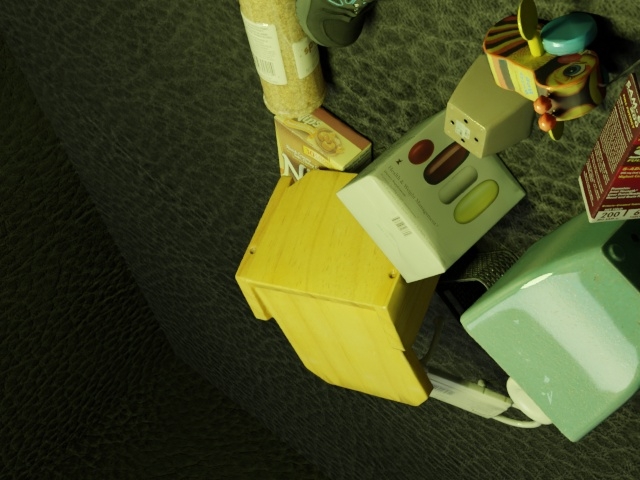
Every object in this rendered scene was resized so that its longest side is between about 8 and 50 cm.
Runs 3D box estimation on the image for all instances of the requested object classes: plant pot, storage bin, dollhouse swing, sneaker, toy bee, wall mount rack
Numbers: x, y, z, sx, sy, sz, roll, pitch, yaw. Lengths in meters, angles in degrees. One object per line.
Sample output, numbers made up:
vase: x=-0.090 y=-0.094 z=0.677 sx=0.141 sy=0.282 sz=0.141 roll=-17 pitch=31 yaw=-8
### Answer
plant pot: x=0.406 y=0.086 z=1.572 sx=0.247 sy=0.248 sz=0.252 roll=47 pitch=141 yaw=6
storage bin: x=0.302 y=0.094 z=1.986 sx=0.122 sy=0.084 sz=0.180 roll=53 pitch=159 yaw=-11
dollhouse swing: x=0.083 y=0.087 z=2.033 sx=0.347 sy=0.315 sz=0.305 roll=8 pitch=156 yaw=40
sneaker: x=0.049 y=-0.382 z=1.614 sx=0.140 sy=0.125 sz=0.341 roll=37 pitch=159 yaw=16
plant pot: x=0.241 y=-0.186 z=1.607 sx=0.109 sy=0.096 sz=0.109 roll=39 pitch=157 yaw=22
toy bee: x=0.294 y=-0.213 z=1.371 sx=0.195 sy=0.162 sz=0.298 roll=57 pitch=158 yaw=-14
wall mount rack: x=0.272 y=0.267 z=2.190 sx=0.350 sy=0.130 sz=0.304 roll=23 pitch=155 yaw=-6

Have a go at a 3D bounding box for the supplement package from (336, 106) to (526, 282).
supplement package: x=0.178 y=-0.076 z=1.773 sx=0.194 sy=0.203 sz=0.149 roll=51 pitch=158 yaw=-7

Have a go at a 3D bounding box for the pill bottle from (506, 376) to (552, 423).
pill bottle: x=0.406 y=0.213 z=1.842 sx=0.103 sy=0.184 sz=0.103 roll=40 pitch=157 yaw=21

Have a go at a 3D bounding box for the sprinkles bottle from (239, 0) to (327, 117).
sprinkles bottle: x=-0.071 y=-0.371 z=1.871 sx=0.121 sy=0.121 sz=0.355 roll=35 pitch=155 yaw=32

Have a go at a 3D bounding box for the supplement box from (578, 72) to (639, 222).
supplement box: x=0.412 y=-0.111 z=1.340 sx=0.239 sy=0.130 sz=0.073 roll=94 pitch=170 yaw=-62

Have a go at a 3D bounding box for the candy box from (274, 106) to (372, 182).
candy box: x=0.009 y=-0.123 z=2.180 sx=0.183 sy=0.087 sz=0.316 roll=38 pitch=157 yaw=23
